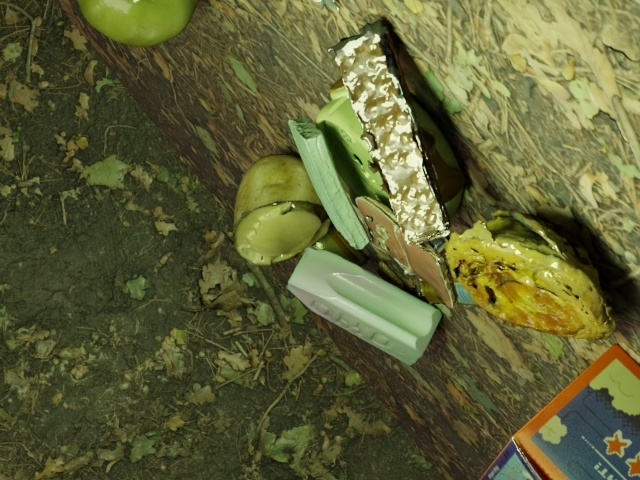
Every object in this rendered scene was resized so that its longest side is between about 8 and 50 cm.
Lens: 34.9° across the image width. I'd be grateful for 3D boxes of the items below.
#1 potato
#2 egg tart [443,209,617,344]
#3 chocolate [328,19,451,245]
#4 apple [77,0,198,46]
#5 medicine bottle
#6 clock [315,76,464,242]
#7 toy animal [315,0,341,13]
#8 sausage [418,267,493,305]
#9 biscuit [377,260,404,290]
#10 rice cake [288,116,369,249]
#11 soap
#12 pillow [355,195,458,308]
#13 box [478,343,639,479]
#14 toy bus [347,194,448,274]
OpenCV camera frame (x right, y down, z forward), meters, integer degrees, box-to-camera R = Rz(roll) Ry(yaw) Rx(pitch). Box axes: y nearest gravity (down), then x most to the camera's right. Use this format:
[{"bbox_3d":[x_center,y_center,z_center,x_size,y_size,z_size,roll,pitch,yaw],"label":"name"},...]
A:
[{"bbox_3d":[-0.098,-0.090,2.378,0.242,0.242,0.285,48,149,12],"label":"potato"},{"bbox_3d":[0.317,0.040,1.482,0.297,0.132,0.297,34,165,10],"label":"egg tart"},{"bbox_3d":[0.113,-0.156,1.503,0.102,0.065,0.329,-18,93,33],"label":"chocolate"},{"bbox_3d":[-0.374,-0.528,2.058,0.279,0.279,0.279,48,168,14],"label":"apple"},{"bbox_3d":[0.000,0.000,2.537,0.239,0.124,0.124,51,168,3],"label":"medicine bottle"},{"bbox_3d":[0.106,-0.143,1.688,0.286,0.117,0.348,48,168,12],"label":"clock"},{"bbox_3d":[0.011,-0.368,1.568,0.050,0.028,0.084,61,168,-8],"label":"toy animal"},{"bbox_3d":[0.273,0.085,1.868,0.082,0.082,0.371,52,168,-6],"label":"sausage"},{"bbox_3d":[0.167,0.090,2.421,0.083,0.018,0.081,46,167,16],"label":"biscuit"},{"bbox_3d":[0.014,-0.096,1.721,0.237,0.043,0.127,65,176,-26],"label":"rice cake"},{"bbox_3d":[0.096,0.148,2.364,0.347,0.115,0.208,29,163,3],"label":"soap"},{"bbox_3d":[0.141,0.013,1.648,0.232,0.043,0.126,43,167,45],"label":"pillow"},{"bbox_3d":[0.456,0.407,1.640,0.318,0.257,0.349,48,161,17],"label":"box"},{"bbox_3d":[0.098,-0.082,1.955,0.342,0.097,0.138,49,170,11],"label":"toy bus"}]
